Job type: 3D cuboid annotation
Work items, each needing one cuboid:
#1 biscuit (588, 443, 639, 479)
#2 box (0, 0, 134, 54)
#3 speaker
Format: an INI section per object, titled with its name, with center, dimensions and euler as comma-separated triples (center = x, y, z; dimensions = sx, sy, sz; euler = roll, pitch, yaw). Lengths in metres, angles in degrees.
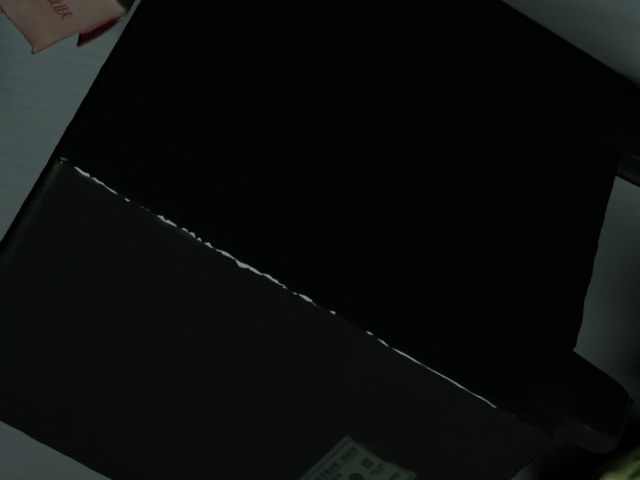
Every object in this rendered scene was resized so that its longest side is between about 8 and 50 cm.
[biscuit]
center = 0.203, 0.098, 0.848
dimensions = 0.273, 0.036, 0.187
euler = -26, 164, 3
[box]
center = -0.126, -0.173, 0.756
dimensions = 0.060, 0.111, 0.156
euler = -16, 126, 32
[speaker]
center = 0.000, 0.000, 0.788
dimensions = 0.254, 0.232, 0.184
euler = 30, 136, -9
